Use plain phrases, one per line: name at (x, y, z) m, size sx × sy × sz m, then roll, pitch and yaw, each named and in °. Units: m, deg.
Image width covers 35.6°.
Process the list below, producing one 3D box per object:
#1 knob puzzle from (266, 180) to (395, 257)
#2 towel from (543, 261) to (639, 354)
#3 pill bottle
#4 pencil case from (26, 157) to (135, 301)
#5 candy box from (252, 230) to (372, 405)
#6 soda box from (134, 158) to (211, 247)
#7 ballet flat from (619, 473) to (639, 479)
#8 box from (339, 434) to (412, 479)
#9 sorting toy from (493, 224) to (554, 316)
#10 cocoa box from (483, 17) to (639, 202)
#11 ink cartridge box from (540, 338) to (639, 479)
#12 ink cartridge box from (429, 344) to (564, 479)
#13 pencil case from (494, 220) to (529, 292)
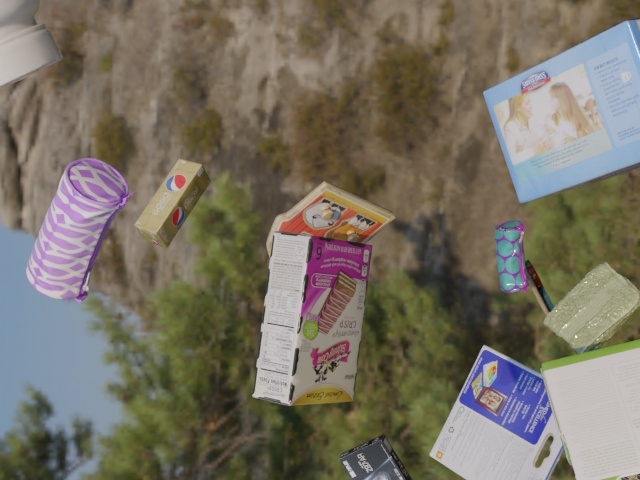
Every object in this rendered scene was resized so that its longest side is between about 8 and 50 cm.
knob puzzle at (0.000, 0.000, 1.579) m, size 0.213 × 0.213 × 0.030 m, roll 97°, pitch 157°, yaw -52°
towel at (0.448, 0.112, 1.636) m, size 0.110 × 0.148 × 0.027 m, roll 46°, pitch 180°, yaw 40°
pill bottle at (-0.430, -0.312, 1.163) m, size 0.161 × 0.161 × 0.283 m, roll -101°, pitch -14°, yaw -75°
pencil case at (-0.307, -0.008, 1.255) m, size 0.086 × 0.088 × 0.206 m, roll -44°, pitch -11°, yaw -49°
candy box at (-0.008, 0.111, 1.410) m, size 0.159 × 0.071 × 0.233 m, roll 8°, pitch -91°, yaw -54°
soda box at (-0.300, -0.077, 2.026) m, size 0.181 × 0.061 × 0.058 m, roll -60°, pitch -29°, yaw -26°
ballet flat at (0.511, 0.566, 1.734) m, size 0.182 × 0.164 × 0.483 m, roll 32°, pitch 98°, yaw 59°
box at (0.073, 0.298, 1.277) m, size 0.083 × 0.067 × 0.018 m, roll 59°, pitch -159°, yaw -6°
sorting toy at (0.515, 0.055, 2.525) m, size 0.229 × 0.041 × 0.307 m, roll 49°, pitch -164°, yaw -38°
cocoa box at (0.508, -0.232, 1.769) m, size 0.347 × 0.228 × 0.231 m, roll -22°, pitch 85°, yaw 53°
ink cartridge box at (0.439, 0.280, 1.420) m, size 0.097 × 0.189 × 0.255 m, roll 64°, pitch -166°, yaw -47°
ink cartridge box at (0.440, 0.441, 2.316) m, size 0.307 × 0.072 × 0.303 m, roll 27°, pitch 90°, yaw 41°
pencil case at (0.422, 0.036, 2.192) m, size 0.070 × 0.064 × 0.152 m, roll 10°, pitch 112°, yaw 50°
